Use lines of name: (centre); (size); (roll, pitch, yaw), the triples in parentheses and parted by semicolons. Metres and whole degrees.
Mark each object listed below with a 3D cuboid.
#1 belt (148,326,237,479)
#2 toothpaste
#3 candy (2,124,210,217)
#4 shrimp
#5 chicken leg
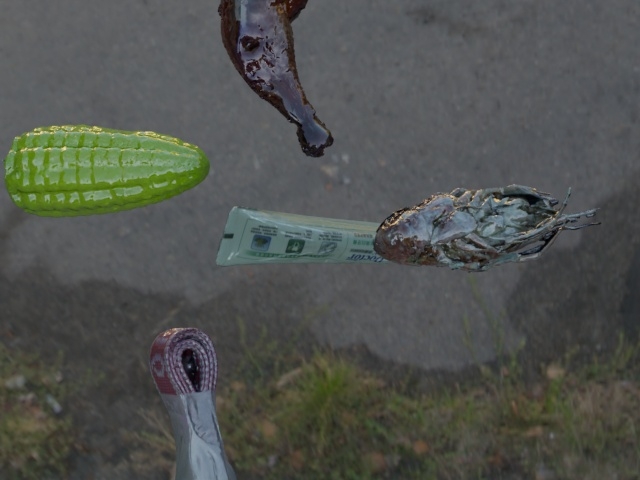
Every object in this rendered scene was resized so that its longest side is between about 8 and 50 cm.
belt: (-0.125, 0.202, 1.281); (0.071, 0.053, 0.232); (-14, 91, -30)
toothpaste: (0.000, 0.000, 1.223); (0.218, 0.064, 0.041); (3, 28, -32)
candy: (-0.213, -0.072, 1.271); (0.210, 0.096, 0.096); (-2, 56, 13)
shrimp: (0.136, -0.012, 1.003); (0.190, 0.073, 0.074); (-1, 78, -8)
chicken leg: (-0.032, -0.162, 0.898); (0.093, 0.053, 0.205); (2, 95, 13)
